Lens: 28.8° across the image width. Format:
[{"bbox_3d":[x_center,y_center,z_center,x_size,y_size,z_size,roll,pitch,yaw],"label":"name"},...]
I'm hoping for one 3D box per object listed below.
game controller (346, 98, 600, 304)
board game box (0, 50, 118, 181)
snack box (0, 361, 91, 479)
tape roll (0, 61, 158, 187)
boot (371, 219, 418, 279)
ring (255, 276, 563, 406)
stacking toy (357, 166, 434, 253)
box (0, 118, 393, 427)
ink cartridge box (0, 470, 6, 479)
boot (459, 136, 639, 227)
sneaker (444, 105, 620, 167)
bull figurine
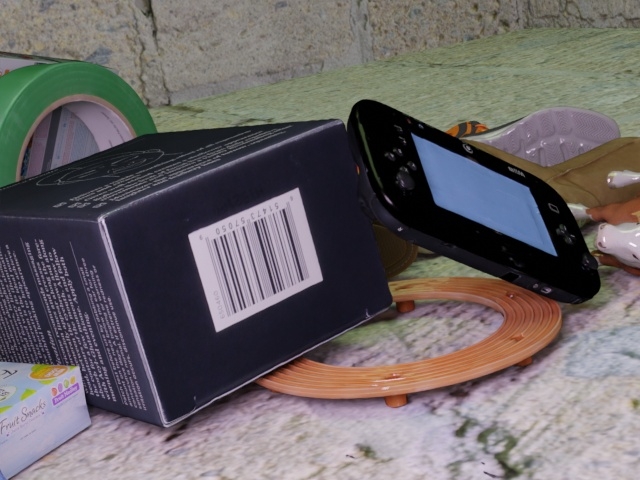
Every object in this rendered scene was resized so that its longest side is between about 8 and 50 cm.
[{"bbox_3d":[0.158,-0.038,1.258,0.319,0.167,0.067,21,-43,-35],"label":"game controller"},{"bbox_3d":[-0.425,-0.143,1.686,0.097,0.224,0.303,19,12,28],"label":"board game box"},{"bbox_3d":[-0.356,0.176,1.192,0.207,0.070,0.174,1,18,30],"label":"snack box"},{"bbox_3d":[-0.333,-0.071,1.630,0.077,0.321,0.321,2,18,33],"label":"tape roll"},{"bbox_3d":[0.000,0.000,1.637,0.283,0.109,0.220,-13,9,15],"label":"boot"},{"bbox_3d":[0.082,0.102,1.289,0.336,0.032,0.336,-8,13,2],"label":"ring"},{"bbox_3d":[0.091,-0.062,1.761,0.141,0.141,0.330,-14,9,-19],"label":"stacking toy"},{"bbox_3d":[-0.176,0.018,1.321,0.293,0.212,0.395,-25,17,-34],"label":"box"},{"bbox_3d":[-0.472,0.202,0.909,0.395,0.151,0.270,-35,26,-30],"label":"ink cartridge box"},{"bbox_3d":[0.338,-0.094,1.718,0.269,0.089,0.236,-22,47,-37],"label":"boot"},{"bbox_3d":[0.297,-0.152,1.956,0.321,0.125,0.180,-9,15,0],"label":"sneaker"},{"bbox_3d":[0.383,-0.022,1.439,0.310,0.101,0.188,-21,17,-40],"label":"bull figurine"}]
